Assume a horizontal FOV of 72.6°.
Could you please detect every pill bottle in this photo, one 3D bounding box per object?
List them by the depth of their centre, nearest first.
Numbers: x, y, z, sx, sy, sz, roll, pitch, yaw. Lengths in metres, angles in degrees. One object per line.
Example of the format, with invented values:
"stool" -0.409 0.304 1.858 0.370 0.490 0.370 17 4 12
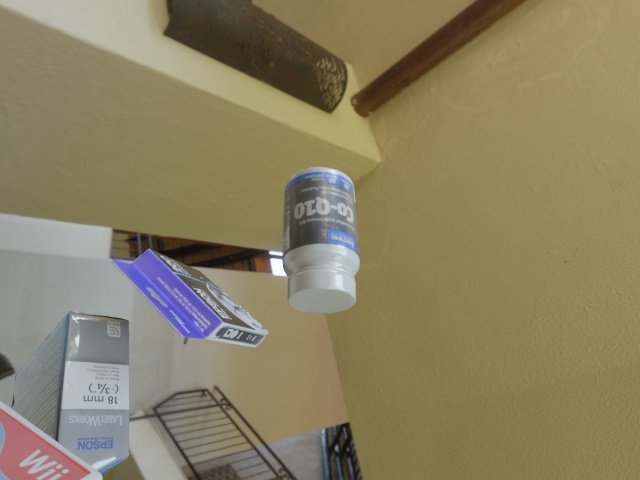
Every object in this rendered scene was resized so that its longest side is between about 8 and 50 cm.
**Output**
"pill bottle" 0.000 0.000 0.445 0.078 0.078 0.137 -29 -130 37

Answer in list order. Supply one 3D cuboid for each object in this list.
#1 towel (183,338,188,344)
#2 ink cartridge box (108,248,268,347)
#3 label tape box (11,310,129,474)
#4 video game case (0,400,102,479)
"towel" -0.334 0.222 1.125 0.083 0.009 0.060 -86 -160 -53
"ink cartridge box" -0.211 0.095 0.724 0.206 0.208 0.045 35 -91 27
"label tape box" -0.398 0.317 0.671 0.241 0.106 0.333 -40 -131 28
"video game case" -0.306 0.160 0.226 0.204 0.285 0.025 16 -80 25
